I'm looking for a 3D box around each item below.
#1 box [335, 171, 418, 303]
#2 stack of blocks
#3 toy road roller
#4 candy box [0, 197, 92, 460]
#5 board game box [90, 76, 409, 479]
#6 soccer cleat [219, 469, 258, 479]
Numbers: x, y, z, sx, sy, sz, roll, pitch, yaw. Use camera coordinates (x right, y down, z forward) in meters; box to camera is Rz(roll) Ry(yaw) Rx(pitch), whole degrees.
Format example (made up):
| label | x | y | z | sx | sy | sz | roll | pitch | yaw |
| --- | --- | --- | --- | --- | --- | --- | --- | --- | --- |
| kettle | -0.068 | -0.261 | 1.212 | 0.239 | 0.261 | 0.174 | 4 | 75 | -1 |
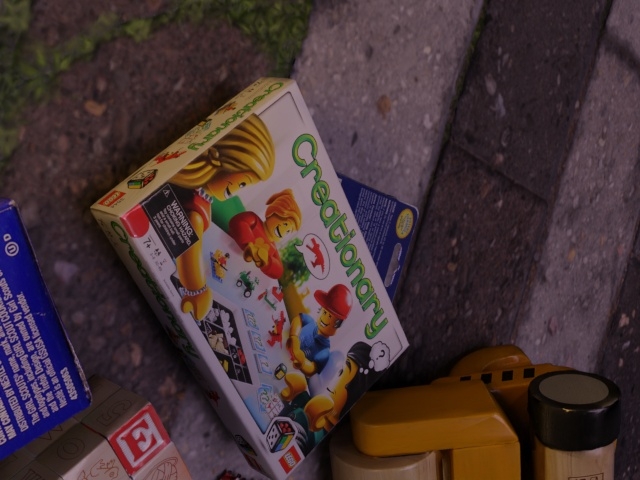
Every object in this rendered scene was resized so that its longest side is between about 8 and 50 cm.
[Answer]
| label | x | y | z | sx | sy | sz | roll | pitch | yaw |
| --- | --- | --- | --- | --- | --- | --- | --- | --- | --- |
| box | 0.000 | 0.000 | 0.848 | 0.225 | 0.036 | 0.136 | 20 | 85 | -42 |
| stack of blocks | -0.227 | 0.265 | 0.652 | 0.297 | 0.087 | 0.171 | -40 | 124 | -31 |
| toy road roller | 0.171 | 0.236 | 0.986 | 0.330 | 0.240 | 0.202 | -7 | 107 | -4 |
| candy box | -0.316 | 0.084 | 0.405 | 0.317 | 0.268 | 0.122 | -30 | 114 | -35 |
| board game box | -0.043 | 0.039 | 0.756 | 0.193 | 0.053 | 0.305 | -43 | 125 | -27 |
| soccer cleat | -0.069 | 0.251 | 0.843 | 0.083 | 0.029 | 0.035 | 33 | 84 | -39 |
